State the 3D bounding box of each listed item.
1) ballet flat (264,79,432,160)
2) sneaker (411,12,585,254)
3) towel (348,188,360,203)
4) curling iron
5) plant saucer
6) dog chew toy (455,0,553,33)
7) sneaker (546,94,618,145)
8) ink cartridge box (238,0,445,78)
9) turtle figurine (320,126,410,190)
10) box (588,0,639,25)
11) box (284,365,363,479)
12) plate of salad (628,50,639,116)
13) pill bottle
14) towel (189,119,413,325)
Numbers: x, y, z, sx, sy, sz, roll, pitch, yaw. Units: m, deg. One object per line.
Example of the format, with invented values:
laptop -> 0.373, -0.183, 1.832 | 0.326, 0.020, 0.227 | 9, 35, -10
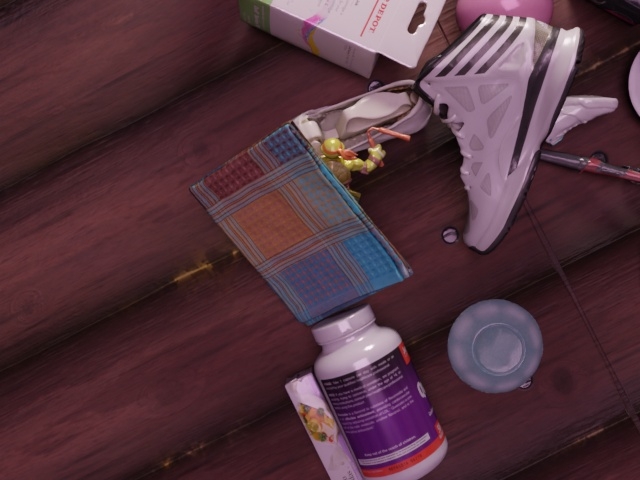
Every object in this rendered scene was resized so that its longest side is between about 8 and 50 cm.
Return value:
ballet flat -> 0.026, -0.214, 1.281 | 0.400, 0.139, 0.139 | -22, 91, 3
sneaker -> 0.282, -0.200, 1.227 | 0.257, 0.169, 0.448 | 20, 121, 11
towel -> 0.000, 0.000, 1.347 | 0.102, 0.021, 0.237 | 17, 93, 2
curling iron -> 0.526, -0.146, 1.312 | 0.274, 0.068, 0.035 | 12, 94, 6
plant saucer -> 0.356, 0.216, 1.337 | 0.195, 0.037, 0.195 | 0, 91, 1
dog chew toy -> 0.344, -0.450, 1.239 | 0.206, 0.206, 0.332 | 2, 100, 2
sneaker -> 0.473, -0.235, 1.307 | 0.212, 0.080, 0.094 | -6, 104, 9
ink cartridge box -> 0.045, -0.454, 1.262 | 0.353, 0.119, 0.207 | 25, 79, 1
turtle figurine -> 0.031, -0.114, 1.233 | 0.269, 0.217, 0.087 | -6, 49, -7
box -> 0.609, -0.564, 1.229 | 0.165, 0.143, 0.270 | 30, 103, 1
box -> 0.026, 0.414, 1.339 | 0.063, 0.067, 0.324 | -26, 92, 3
plate of salad -> 0.699, -0.310, 1.301 | 0.199, 0.048, 0.200 | 0, 95, -1
pill bottle -> 0.104, 0.292, 1.274 | 0.181, 0.181, 0.323 | -24, 92, 2
towel -> -0.040, -0.013, 1.235 | 0.271, 0.040, 0.370 | -28, 112, 30
